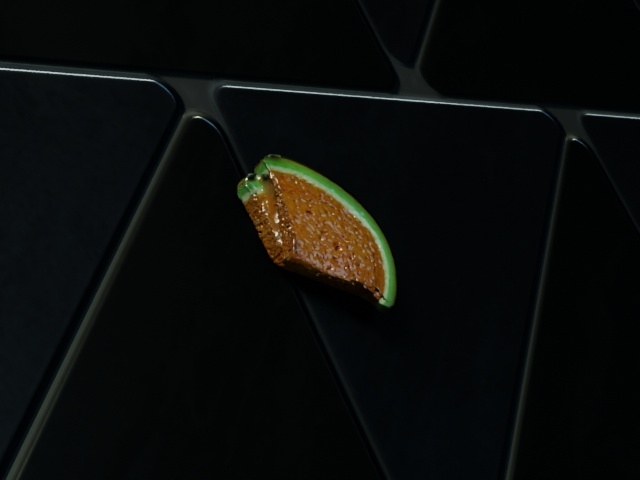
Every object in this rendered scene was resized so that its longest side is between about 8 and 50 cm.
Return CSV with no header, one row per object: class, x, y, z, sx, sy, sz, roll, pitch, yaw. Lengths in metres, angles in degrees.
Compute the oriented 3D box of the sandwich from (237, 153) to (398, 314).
sandwich,-0.002,-0.004,0.958,0.101,0.026,0.069,28,44,-21
